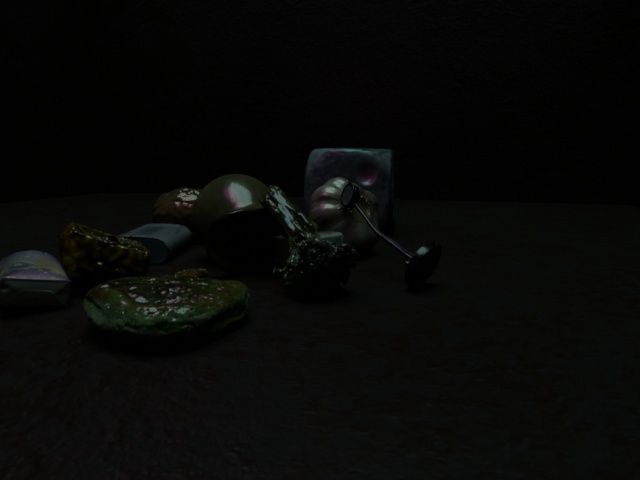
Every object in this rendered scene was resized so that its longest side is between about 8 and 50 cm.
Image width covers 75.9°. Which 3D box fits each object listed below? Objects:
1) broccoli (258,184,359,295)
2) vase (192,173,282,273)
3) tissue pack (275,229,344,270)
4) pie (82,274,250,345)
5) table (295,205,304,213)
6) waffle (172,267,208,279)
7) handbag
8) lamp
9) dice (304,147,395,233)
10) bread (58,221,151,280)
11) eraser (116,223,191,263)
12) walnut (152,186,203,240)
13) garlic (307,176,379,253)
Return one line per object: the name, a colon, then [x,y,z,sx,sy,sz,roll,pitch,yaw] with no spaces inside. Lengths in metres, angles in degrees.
broccoli: [-0.050,-0.018,0.911,0.165,0.145,0.304,-14,50,-31]
vase: [-0.174,-0.040,1.136,0.329,0.240,0.302,9,16,-29]
tissue pack: [-0.027,0.027,1.057,0.149,0.099,0.106,-11,15,-43]
pie: [-0.254,0.103,0.715,0.277,0.078,0.277,2,12,0]
table: [-0.160,-0.061,1.484,0.240,0.111,0.122,-5,13,-28]
waffle: [-0.312,0.083,0.980,0.078,0.016,0.085,-4,10,0]
handbag: [-0.566,0.081,0.808,0.117,0.095,0.173,11,8,-40]
lamp: [0.166,-0.022,1.032,0.109,0.130,0.371,9,22,-31]
dice: [0.134,-0.202,1.653,0.348,0.330,0.328,4,12,12]
bread: [-0.489,0.031,0.930,0.181,0.096,0.222,20,-3,-33]
eraser: [-0.497,0.005,1.211,0.174,0.081,0.227,4,10,-2]
walnut: [-0.455,-0.088,1.414,0.245,0.198,0.198,-2,11,-8]
garlic: [0.041,-0.048,1.260,0.245,0.245,0.253,-11,-13,-46]
